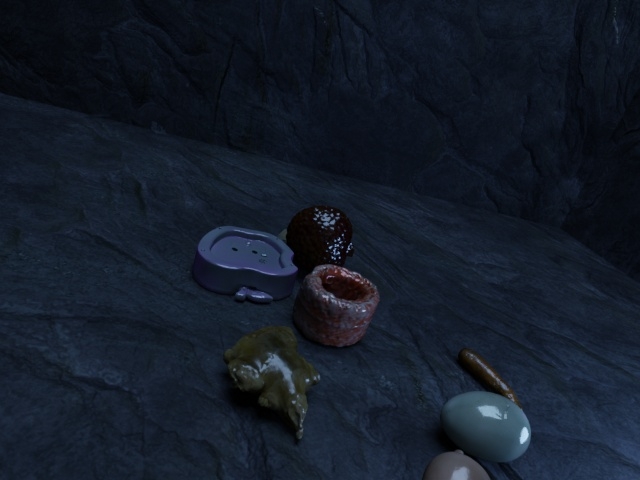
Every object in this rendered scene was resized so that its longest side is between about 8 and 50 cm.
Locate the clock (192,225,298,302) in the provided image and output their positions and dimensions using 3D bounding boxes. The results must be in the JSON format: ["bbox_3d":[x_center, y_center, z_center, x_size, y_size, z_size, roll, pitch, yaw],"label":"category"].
[{"bbox_3d":[-0.244,0.073,1.444,0.338,0.102,0.339,14,25,-7],"label":"clock"}]

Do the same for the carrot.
[{"bbox_3d":[0.500,0.408,1.291,0.059,0.059,0.248,-1,32,-35],"label":"carrot"}]

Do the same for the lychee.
[{"bbox_3d":[0.000,0.000,1.583,0.260,0.261,0.261,15,24,-7],"label":"lychee"}]

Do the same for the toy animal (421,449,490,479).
[{"bbox_3d":[0.235,0.491,0.792,0.165,0.149,0.248,53,30,-5],"label":"toy animal"}]

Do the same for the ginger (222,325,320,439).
[{"bbox_3d":[-0.102,0.311,0.998,0.218,0.123,0.270,5,27,-32],"label":"ginger"}]

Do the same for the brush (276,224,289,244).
[{"bbox_3d":[-0.123,-0.023,1.810,0.060,0.050,0.321,16,16,4],"label":"brush"}]

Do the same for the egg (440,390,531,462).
[{"bbox_3d":[0.385,0.433,1.034,0.209,0.151,0.151,16,24,-2],"label":"egg"}]

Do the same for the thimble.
[{"bbox_3d":[0.043,0.194,1.312,0.239,0.162,0.239,15,27,-8],"label":"thimble"}]
